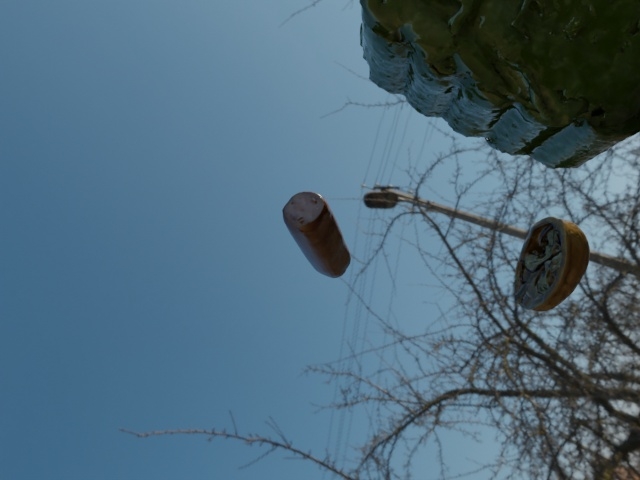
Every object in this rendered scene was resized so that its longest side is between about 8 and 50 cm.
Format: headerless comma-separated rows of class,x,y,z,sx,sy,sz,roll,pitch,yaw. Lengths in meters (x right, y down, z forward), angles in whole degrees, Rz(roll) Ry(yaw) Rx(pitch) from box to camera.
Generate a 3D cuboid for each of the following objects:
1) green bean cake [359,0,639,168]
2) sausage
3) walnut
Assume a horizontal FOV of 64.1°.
green bean cake,0.142,-0.174,0.341,0.214,0.200,0.113,-61,-3,-4
sausage,0.000,0.000,0.477,0.041,0.039,0.131,-60,-23,-16
walnut,0.266,0.030,0.575,0.091,0.052,0.121,-88,7,-50
